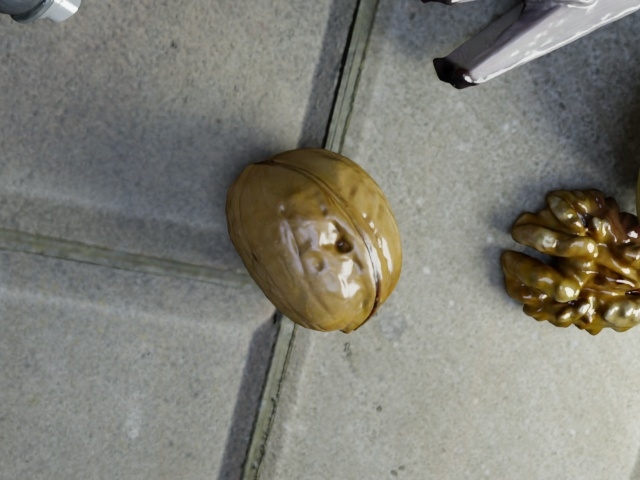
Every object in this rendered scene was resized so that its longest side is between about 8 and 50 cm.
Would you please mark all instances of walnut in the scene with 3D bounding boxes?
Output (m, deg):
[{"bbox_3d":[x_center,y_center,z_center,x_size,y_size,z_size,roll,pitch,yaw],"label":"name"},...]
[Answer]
[{"bbox_3d":[0.266,0.025,1.039,0.170,0.069,0.143,14,103,-12],"label":"walnut"},{"bbox_3d":[0.000,0.000,0.949,0.144,0.144,0.180,-27,100,-2],"label":"walnut"}]

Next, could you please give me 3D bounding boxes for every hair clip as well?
[{"bbox_3d":[0.247,-0.248,0.949,0.330,0.085,0.101,-26,111,-9],"label":"hair clip"}]

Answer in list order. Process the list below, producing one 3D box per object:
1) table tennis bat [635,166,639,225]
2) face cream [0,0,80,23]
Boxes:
[{"bbox_3d":[0.358,-0.141,0.964,0.198,0.050,0.321,-20,126,-37],"label":"table tennis bat"},{"bbox_3d":[-0.299,-0.249,0.802,0.073,0.073,0.283,-53,136,7],"label":"face cream"}]
